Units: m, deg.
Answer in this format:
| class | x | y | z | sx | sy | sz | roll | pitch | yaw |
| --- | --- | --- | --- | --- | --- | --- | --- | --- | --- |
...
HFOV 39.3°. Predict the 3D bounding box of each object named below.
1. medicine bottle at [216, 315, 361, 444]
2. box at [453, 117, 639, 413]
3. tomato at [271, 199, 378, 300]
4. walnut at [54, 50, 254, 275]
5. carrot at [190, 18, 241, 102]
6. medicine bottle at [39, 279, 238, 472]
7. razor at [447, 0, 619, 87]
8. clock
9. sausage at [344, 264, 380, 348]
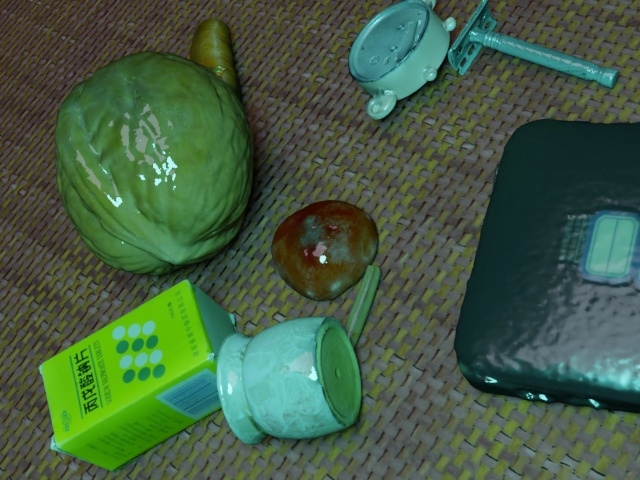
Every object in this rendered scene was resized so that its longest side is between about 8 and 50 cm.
| class | x | y | z | sx | sy | sz | roll | pitch | yaw |
| --- | --- | --- | --- | --- | --- | --- | --- | --- | --- |
| medicine bottle | -0.038 | 0.173 | 1.105 | 0.143 | 0.147 | 0.147 | -14 | 57 | 22 |
| box | 0.350 | 0.024 | 1.042 | 0.350 | 0.091 | 0.359 | 5 | 64 | 29 |
| tomato | 0.000 | 0.000 | 1.237 | 0.155 | 0.069 | 0.155 | -12 | 57 | 18 |
| walnut | -0.234 | -0.107 | 1.284 | 0.333 | 0.333 | 0.333 | -12 | 57 | 19 |
| carrot | -0.180 | -0.282 | 1.484 | 0.087 | 0.087 | 0.193 | -24 | 52 | 12 |
| medicine bottle | -0.230 | 0.184 | 1.196 | 0.250 | 0.141 | 0.137 | -30 | 56 | 7 |
| razor | 0.303 | -0.258 | 1.257 | 0.232 | 0.068 | 0.106 | 28 | 77 | 28 |
| clock | 0.114 | -0.283 | 1.323 | 0.155 | 0.063 | 0.229 | 0 | 62 | 50 |
| sausage | 0.051 | 0.095 | 1.184 | 0.024 | 0.024 | 0.132 | 9 | 67 | 30 |
